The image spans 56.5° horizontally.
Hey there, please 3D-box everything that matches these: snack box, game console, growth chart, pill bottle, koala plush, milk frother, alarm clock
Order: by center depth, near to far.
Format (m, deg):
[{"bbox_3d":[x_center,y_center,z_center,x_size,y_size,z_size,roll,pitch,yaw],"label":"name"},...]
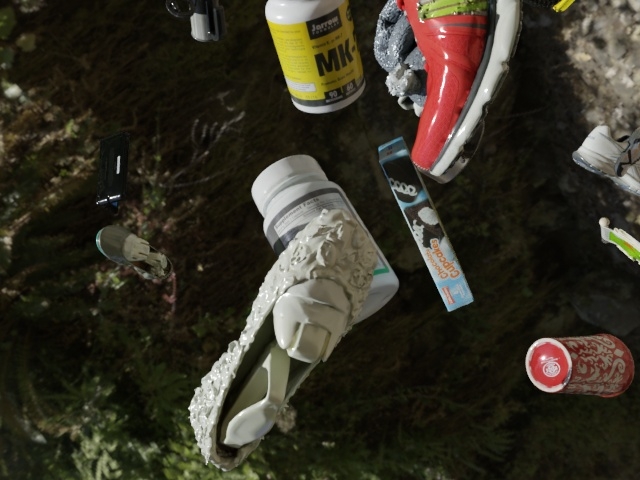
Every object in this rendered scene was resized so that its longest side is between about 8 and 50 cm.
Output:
[{"bbox_3d":[-0.011,-0.301,0.860,0.119,0.119,0.208,53,167,46],"label":"pill bottle"},{"bbox_3d":[0.207,-0.163,1.021,0.064,0.129,0.192,26,167,-10],"label":"alarm clock"},{"bbox_3d":[0.581,0.046,1.045,0.172,0.021,0.237,32,-165,-53],"label":"growth chart"},{"bbox_3d":[-0.353,-0.118,1.056,0.071,0.107,0.122,14,-109,-54],"label":"game console"},{"bbox_3d":[0.196,-0.326,1.086,0.196,0.203,0.221,11,-125,-26],"label":"koala plush"},{"bbox_3d":[0.206,-0.039,1.183,0.322,0.060,0.187,63,-168,-13],"label":"snack box"},{"bbox_3d":[0.000,0.000,1.310,0.361,0.204,0.204,60,-177,24],"label":"pill bottle"},{"bbox_3d":[-0.317,-0.568,1.509,0.135,0.143,0.129,95,155,-52],"label":"milk frother"}]

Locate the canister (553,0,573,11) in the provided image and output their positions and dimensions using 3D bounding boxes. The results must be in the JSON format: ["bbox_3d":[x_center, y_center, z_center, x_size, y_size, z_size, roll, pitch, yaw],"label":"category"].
[{"bbox_3d":[0.567,-0.658,1.511,0.170,0.073,0.126,15,168,-5],"label":"canister"}]

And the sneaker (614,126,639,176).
[{"bbox_3d":[0.639,-0.174,1.214,0.044,0.040,0.109,40,133,32],"label":"sneaker"}]

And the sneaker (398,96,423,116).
[{"bbox_3d":[0.295,-0.352,1.503,0.232,0.115,0.090,17,154,49],"label":"sneaker"}]

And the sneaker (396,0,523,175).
[{"bbox_3d":[0.101,-0.194,0.482,0.118,0.279,0.107,12,-163,8],"label":"sneaker"}]

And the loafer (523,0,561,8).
[{"bbox_3d":[0.214,-0.352,0.732,0.220,0.080,0.078,13,-140,-31],"label":"loafer"}]

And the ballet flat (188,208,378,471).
[{"bbox_3d":[-0.045,0.153,0.800,0.147,0.409,0.147,29,-161,-11],"label":"ballet flat"}]

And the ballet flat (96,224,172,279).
[{"bbox_3d":[-0.355,0.023,1.173,0.213,0.068,0.072,58,-144,-66],"label":"ballet flat"}]

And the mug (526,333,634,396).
[{"bbox_3d":[0.446,0.235,1.057,0.169,0.150,0.113,8,-150,-34],"label":"mug"}]

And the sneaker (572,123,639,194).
[{"bbox_3d":[0.836,-0.205,1.610,0.297,0.129,0.111,26,-168,-13],"label":"sneaker"}]
